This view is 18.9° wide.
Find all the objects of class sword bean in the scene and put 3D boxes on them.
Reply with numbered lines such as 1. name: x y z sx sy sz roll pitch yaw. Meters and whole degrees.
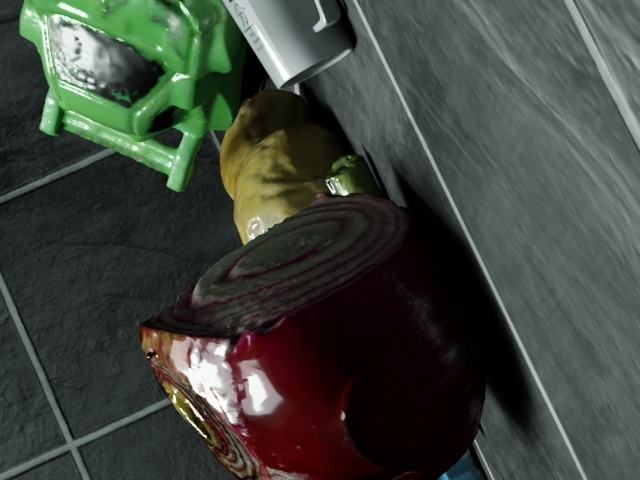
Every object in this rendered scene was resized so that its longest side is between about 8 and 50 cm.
1. sword bean: 0.071 0.054 1.567 0.269 0.038 0.043 66 170 -19

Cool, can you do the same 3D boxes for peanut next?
1. peanut: -0.032 -0.059 1.700 0.101 0.117 0.263 51 -175 -23

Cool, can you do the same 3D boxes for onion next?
1. onion: 0.021 0.096 1.345 0.206 0.216 0.207 16 139 55

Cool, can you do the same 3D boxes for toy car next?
1. toy car: -0.147 -0.167 1.542 0.213 0.176 0.358 25 173 1

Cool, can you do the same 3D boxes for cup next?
1. cup: -0.024 -0.174 1.323 0.116 0.074 0.104 62 147 3

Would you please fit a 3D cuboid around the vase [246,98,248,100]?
1. vase: -0.119 -0.200 2.334 0.060 0.060 0.211 -124 11 -66

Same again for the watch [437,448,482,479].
1. watch: 0.033 0.202 1.795 0.211 0.193 0.211 154 90 -88
